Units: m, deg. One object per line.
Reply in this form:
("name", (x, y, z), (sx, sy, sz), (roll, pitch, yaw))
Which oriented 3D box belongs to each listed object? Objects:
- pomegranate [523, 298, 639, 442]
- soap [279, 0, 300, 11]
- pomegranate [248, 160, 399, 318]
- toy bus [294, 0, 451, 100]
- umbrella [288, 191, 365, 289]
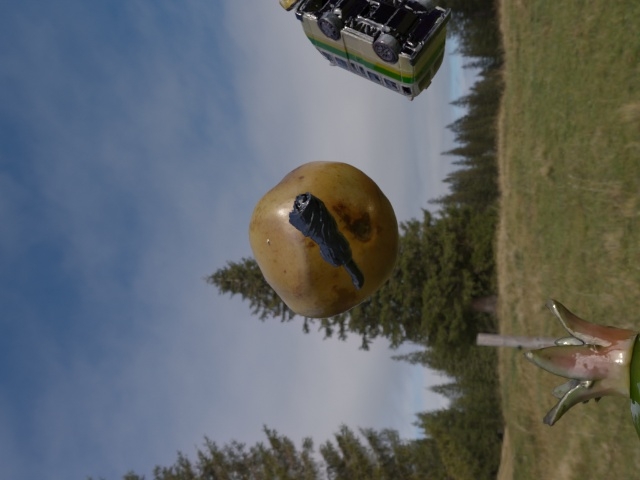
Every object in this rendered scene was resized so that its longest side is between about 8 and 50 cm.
("pomegranate", (0.264, 0.096, 0.344), (0.181, 0.224, 0.182), (-7, -81, -46))
("soap", (-0.069, -0.771, 1.393), (0.080, 0.160, 0.258), (-40, -31, -34))
("pomegranate", (0.000, 0.000, 1.354), (0.416, 0.416, 0.417), (-2, -90, -73))
("toy bus", (0.112, -0.437, 1.080), (0.143, 0.305, 0.179), (-54, -24, -10))
("umbrella", (0.022, 0.004, 0.960), (0.248, 0.070, 0.071), (49, -141, -37))
